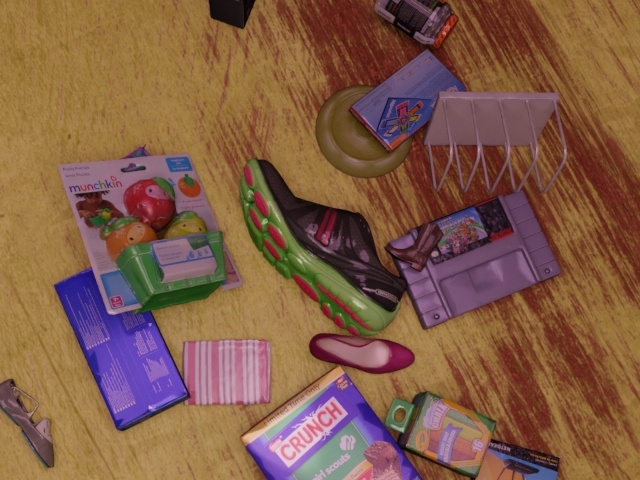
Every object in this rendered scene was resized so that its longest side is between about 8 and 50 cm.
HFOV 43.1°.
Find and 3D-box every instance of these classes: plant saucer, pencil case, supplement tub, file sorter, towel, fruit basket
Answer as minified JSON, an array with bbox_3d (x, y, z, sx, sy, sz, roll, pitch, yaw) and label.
[{"bbox_3d":[0.109,-0.270,1.954,0.241,0.037,0.241,1,77,-4],"label":"plant saucer"},{"bbox_3d":[-0.460,-0.162,1.863,0.152,0.064,0.070,-23,108,-11],"label":"pencil case"},{"bbox_3d":[0.237,-0.560,1.990,0.190,0.117,0.117,36,77,4],"label":"supplement tub"},{"bbox_3d":[0.398,-0.217,1.869,0.278,0.193,0.173,0,63,-5],"label":"file sorter"},{"bbox_3d":[-0.208,0.293,1.804,0.197,0.029,0.144,-1,77,-3],"label":"towel"},{"bbox_3d":[-0.356,-0.033,1.750,0.327,0.165,0.353,-10,74,-39],"label":"fruit basket"}]

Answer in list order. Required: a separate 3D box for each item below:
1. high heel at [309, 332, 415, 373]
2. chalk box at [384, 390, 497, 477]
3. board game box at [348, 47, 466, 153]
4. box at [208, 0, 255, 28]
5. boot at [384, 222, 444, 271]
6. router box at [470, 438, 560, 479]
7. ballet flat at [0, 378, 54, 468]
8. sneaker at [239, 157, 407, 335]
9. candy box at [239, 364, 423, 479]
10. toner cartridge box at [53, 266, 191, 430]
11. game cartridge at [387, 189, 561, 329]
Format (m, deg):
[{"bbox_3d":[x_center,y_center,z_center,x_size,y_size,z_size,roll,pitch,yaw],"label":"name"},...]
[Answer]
[{"bbox_3d":[0.095,0.244,1.794,0.244,0.117,0.082,12,76,-2],"label":"high heel"},{"bbox_3d":[0.249,0.411,1.762,0.213,0.132,0.132,23,76,0],"label":"chalk box"},{"bbox_3d":[0.213,-0.340,1.954,0.281,0.027,0.145,-40,82,-25],"label":"board game box"},{"bbox_3d":[-0.200,-0.622,1.944,0.093,0.156,0.158,19,76,0],"label":"box"},{"bbox_3d":[0.214,-0.001,1.847,0.106,0.037,0.114,30,86,-6],"label":"boot"},{"bbox_3d":[0.429,0.523,1.797,0.179,0.046,0.133,15,77,-2],"label":"router box"},{"bbox_3d":[-0.616,0.384,1.723,0.068,0.072,0.213,-39,83,-16],"label":"ballet flat"},{"bbox_3d":[0.000,0.000,1.835,0.483,0.185,0.202,48,60,3],"label":"sneaker"},{"bbox_3d":[0.024,0.469,1.734,0.268,0.122,0.317,-35,81,-11],"label":"candy box"},{"bbox_3d":[-0.430,0.220,1.764,0.165,0.075,0.348,-25,77,-9],"label":"toner cartridge box"},{"bbox_3d":[0.358,0.039,1.897,0.355,0.068,0.230,-21,84,-9],"label":"game cartridge"}]
